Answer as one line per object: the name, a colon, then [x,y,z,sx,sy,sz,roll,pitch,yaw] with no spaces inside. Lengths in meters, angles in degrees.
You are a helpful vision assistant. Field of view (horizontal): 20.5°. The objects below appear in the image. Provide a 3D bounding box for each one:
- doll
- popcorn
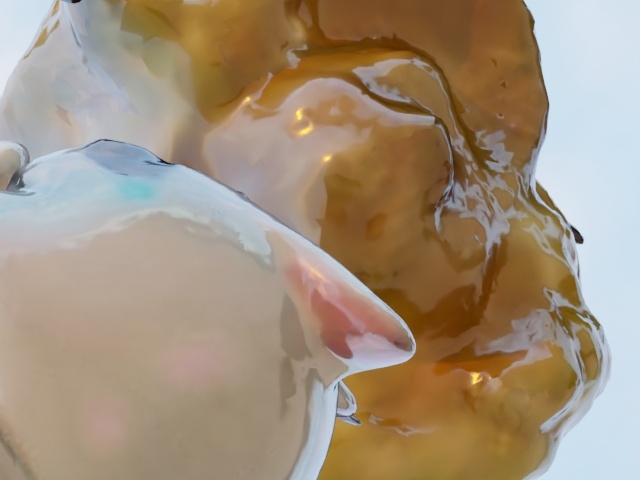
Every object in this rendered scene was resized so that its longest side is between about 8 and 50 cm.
doll: [-0.080,0.041,0.366,0.181,0.110,0.106,-27,-92,-14]
popcorn: [0.000,0.000,0.736,0.281,0.297,0.315,-7,-60,-38]
